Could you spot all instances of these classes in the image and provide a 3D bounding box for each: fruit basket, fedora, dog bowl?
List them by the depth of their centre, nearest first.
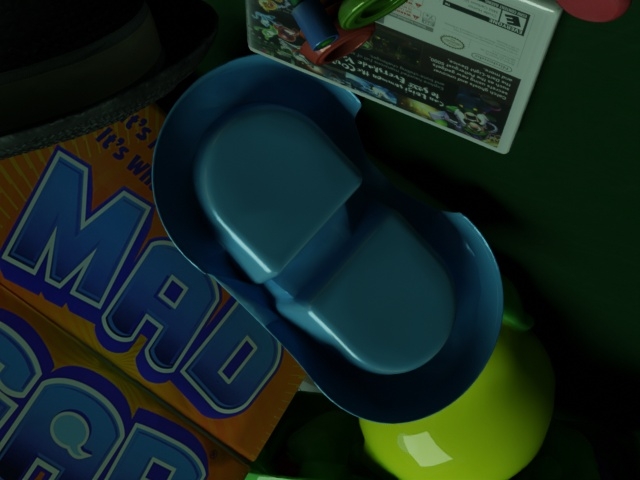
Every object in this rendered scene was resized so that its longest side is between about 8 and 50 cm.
[{"bbox_3d":[-0.232,-0.161,0.738,0.334,0.334,0.152,11,124,36],"label":"fedora"},{"bbox_3d":[0.000,0.000,0.882,0.297,0.166,0.074,46,167,-16],"label":"dog bowl"},{"bbox_3d":[0.116,0.177,1.111,0.392,0.392,0.283,25,-167,4],"label":"fruit basket"}]

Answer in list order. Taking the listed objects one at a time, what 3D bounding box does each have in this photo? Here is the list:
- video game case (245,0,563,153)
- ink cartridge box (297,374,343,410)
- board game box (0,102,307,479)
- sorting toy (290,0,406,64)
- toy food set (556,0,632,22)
[{"bbox_3d":[0.042,-0.132,0.735,0.190,0.022,0.173,23,159,8],"label":"video game case"},{"bbox_3d":[-0.055,0.224,1.340,0.234,0.193,0.088,22,178,20],"label":"ink cartridge box"},{"bbox_3d":[-0.269,0.065,1.047,0.356,0.356,0.356,15,157,48],"label":"board game box"},{"bbox_3d":[0.011,-0.134,0.676,0.042,0.061,0.102,61,150,5],"label":"sorting toy"},{"bbox_3d":[0.177,-0.105,0.516,0.232,0.104,0.111,20,159,18],"label":"toy food set"}]
